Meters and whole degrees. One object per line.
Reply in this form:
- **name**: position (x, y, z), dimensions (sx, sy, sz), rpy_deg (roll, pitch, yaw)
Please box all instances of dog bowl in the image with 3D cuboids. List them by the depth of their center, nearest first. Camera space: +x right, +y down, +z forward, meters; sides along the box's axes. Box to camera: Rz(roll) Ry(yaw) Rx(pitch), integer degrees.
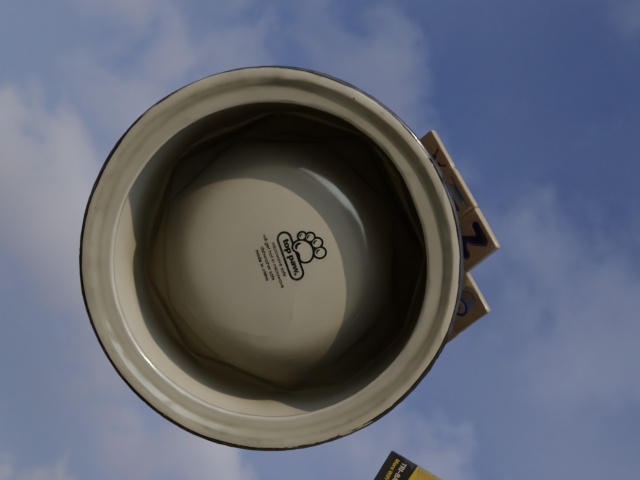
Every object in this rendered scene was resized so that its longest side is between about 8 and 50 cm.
- **dog bowl**: position (-0.049, 0.017, 1.289), dimensions (0.408, 0.408, 0.150), rpy_deg (59, 7, 0)

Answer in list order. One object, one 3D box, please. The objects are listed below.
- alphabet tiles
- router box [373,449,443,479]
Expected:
- **alphabet tiles**: position (0.075, 0.025, 1.505), dimensions (0.342, 0.011, 0.285), rpy_deg (-42, -112, 38)
- **router box**: position (0.146, 0.548, 1.948), dimensions (0.243, 0.309, 0.081), rpy_deg (27, -18, 19)
